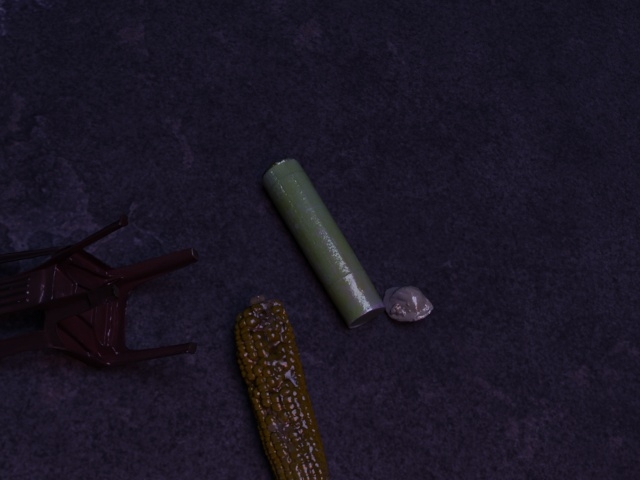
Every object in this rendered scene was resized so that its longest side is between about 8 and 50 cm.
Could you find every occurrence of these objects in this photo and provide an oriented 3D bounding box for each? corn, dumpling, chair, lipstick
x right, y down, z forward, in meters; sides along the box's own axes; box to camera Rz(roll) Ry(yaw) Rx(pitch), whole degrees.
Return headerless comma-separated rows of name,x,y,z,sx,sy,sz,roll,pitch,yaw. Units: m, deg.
corn,-0.059,0.229,1.292,0.097,0.097,0.320,-8,65,-23
dumpling,0.141,0.104,1.456,0.076,0.052,0.057,44,45,6
chair,-0.359,0.093,1.250,0.326,0.183,0.176,-15,58,23
lipstick,0.000,0.000,1.456,0.076,0.076,0.304,-21,71,-28
